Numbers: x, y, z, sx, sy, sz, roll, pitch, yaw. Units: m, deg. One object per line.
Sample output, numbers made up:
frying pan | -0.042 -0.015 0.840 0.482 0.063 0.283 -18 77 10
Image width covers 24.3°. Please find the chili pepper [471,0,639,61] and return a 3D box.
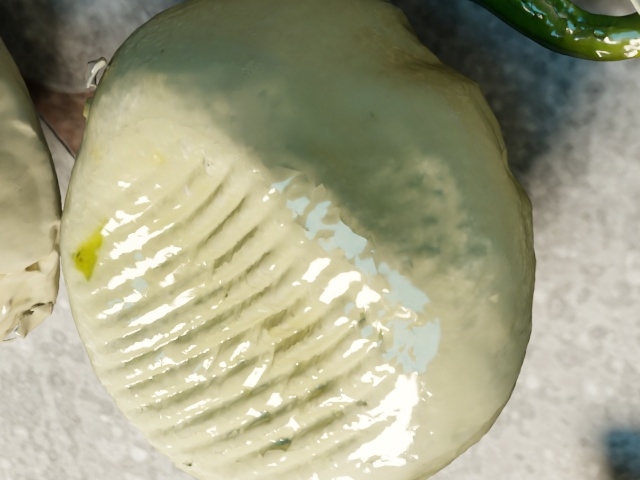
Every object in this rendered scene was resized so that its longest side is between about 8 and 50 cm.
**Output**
chili pepper | 0.015 -0.211 0.618 0.085 0.076 0.359 -42 101 2

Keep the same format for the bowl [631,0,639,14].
bowl | 0.215 -0.172 0.469 0.277 0.145 0.277 27 120 61

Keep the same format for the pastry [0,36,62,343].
pastry | -0.241 -0.040 0.773 0.265 0.133 0.265 29 132 37

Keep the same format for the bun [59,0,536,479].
bun | 0.000 0.000 0.709 0.259 0.160 0.259 21 127 32
